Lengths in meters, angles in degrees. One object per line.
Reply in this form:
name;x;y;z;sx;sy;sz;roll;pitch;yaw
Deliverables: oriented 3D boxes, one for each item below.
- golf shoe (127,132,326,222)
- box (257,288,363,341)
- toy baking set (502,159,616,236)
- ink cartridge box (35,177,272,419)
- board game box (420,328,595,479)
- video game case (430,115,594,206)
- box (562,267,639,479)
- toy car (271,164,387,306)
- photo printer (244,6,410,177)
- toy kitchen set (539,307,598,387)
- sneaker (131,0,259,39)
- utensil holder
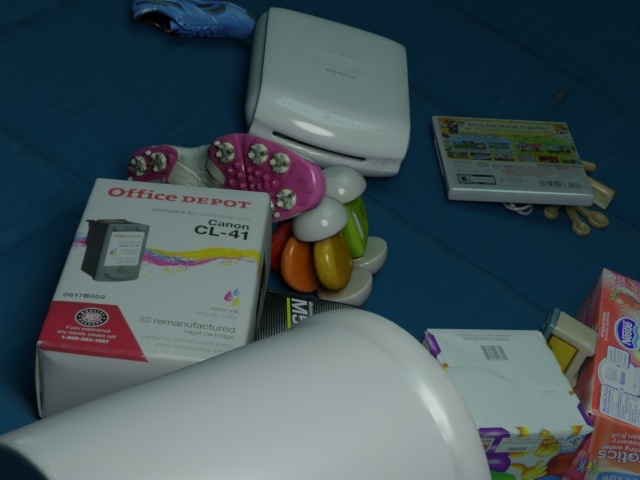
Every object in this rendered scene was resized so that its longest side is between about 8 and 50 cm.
golf shoe;-0.105;-0.083;1.754;0.306;0.115;0.140;5;8;35
box;-0.035;0.140;1.649;0.184;0.045;0.190;10;38;-9
toy baking set;0.356;-0.092;2.147;0.256;0.030;0.196;16;37;-8
ink cartridge box;-0.182;0.072;1.554;0.226;0.131;0.306;5;40;1
board game box;0.145;0.239;1.424;0.144;0.275;0.142;2;41;-25
video game case;0.297;-0.126;2.125;0.227;0.026;0.206;2;38;-7
box;0.389;0.193;1.718;0.154;0.142;0.300;22;36;-1
toy car;0.000;0.000;1.782;0.136;0.159;0.182;-7;31;25
photo printer;0.012;-0.220;2.067;0.256;0.107;0.307;15;37;-9
toy kitchen set;0.233;0.196;1.614;0.122;0.166;0.207;25;36;3
sneaker;-0.200;-0.346;2.160;0.209;0.069;0.082;15;55;-13
utensil holder;-0.086;0.268;1.238;0.385;0.327;0.327;-17;52;-38
